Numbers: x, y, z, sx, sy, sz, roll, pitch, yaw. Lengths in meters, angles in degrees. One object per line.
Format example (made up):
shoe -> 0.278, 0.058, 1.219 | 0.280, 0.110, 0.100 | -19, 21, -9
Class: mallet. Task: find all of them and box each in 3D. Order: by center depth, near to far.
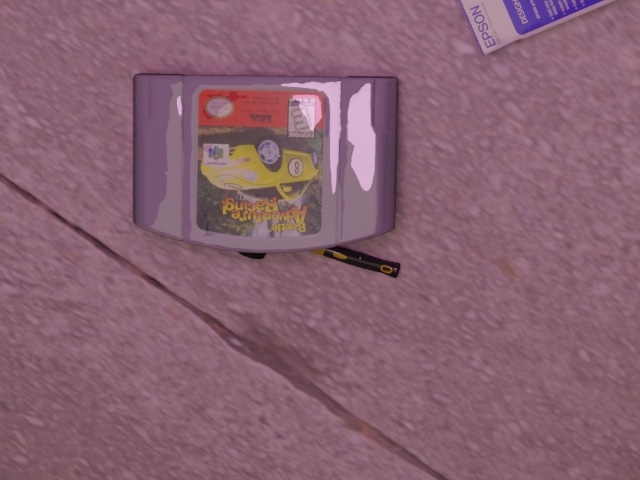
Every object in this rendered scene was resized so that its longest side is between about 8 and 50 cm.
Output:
mallet -> 0.000, 0.000, 1.630 | 0.189, 0.039, 0.062 | 9, 108, -1

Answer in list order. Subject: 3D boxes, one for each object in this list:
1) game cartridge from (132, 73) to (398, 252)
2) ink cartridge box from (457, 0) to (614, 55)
game cartridge -> -0.062, -0.085, 1.572 | 0.294, 0.060, 0.196 | 1, 99, 7
ink cartridge box -> 0.221, -0.325, 1.473 | 0.208, 0.045, 0.206 | -22, 106, 14
